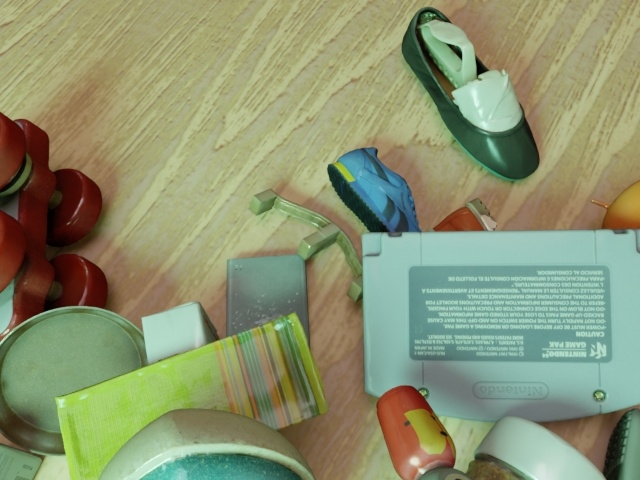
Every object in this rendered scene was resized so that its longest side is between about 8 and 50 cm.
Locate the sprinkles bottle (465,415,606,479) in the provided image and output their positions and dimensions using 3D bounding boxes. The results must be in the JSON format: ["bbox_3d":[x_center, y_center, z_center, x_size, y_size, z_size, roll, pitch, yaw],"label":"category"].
[{"bbox_3d":[0.109,0.325,0.563,0.121,0.121,0.355,37,70,19],"label":"sprinkles bottle"}]

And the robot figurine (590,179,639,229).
[{"bbox_3d":[0.405,0.013,0.714,0.158,0.128,0.219,-49,62,28],"label":"robot figurine"}]

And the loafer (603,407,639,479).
[{"bbox_3d":[0.301,0.280,0.593,0.087,0.094,0.251,16,64,16],"label":"loafer"}]

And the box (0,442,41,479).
[{"bbox_3d":[-0.352,0.243,0.636,0.087,0.102,0.101,14,65,11],"label":"box"}]

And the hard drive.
[{"bbox_3d":[-0.061,0.083,0.754,0.094,0.022,0.135,-4,62,0],"label":"hard drive"}]

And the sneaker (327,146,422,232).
[{"bbox_3d":[0.092,-0.034,0.785,0.082,0.069,0.209,-26,64,-15],"label":"sneaker"}]

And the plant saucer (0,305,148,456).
[{"bbox_3d":[-0.256,0.142,0.675,0.168,0.168,0.029,-30,26,-13],"label":"plant saucer"}]

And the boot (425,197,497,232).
[{"bbox_3d":[0.184,0.033,0.757,0.084,0.059,0.158,-26,60,-2],"label":"boot"}]

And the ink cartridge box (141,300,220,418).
[{"bbox_3d":[-0.131,0.154,0.669,0.063,0.109,0.150,-15,62,-4],"label":"ink cartridge box"}]

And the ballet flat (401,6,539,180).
[{"bbox_3d":[0.191,-0.202,0.854,0.095,0.096,0.280,-27,64,-12],"label":"ballet flat"}]

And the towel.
[{"bbox_3d":[-0.117,0.149,0.597,0.237,0.021,0.102,-19,63,-8],"label":"towel"}]

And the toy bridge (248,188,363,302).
[{"bbox_3d":[0.000,0.000,0.782,0.188,0.026,0.063,40,43,21],"label":"toy bridge"}]

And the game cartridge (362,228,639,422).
[{"bbox_3d":[0.192,0.087,0.681,0.297,0.062,0.198,0,91,7],"label":"game cartridge"}]

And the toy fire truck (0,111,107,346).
[{"bbox_3d":[-0.401,0.009,0.744,0.253,0.169,0.302,-21,60,12],"label":"toy fire truck"}]

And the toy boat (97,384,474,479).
[{"bbox_3d":[-0.027,0.229,0.535,0.318,0.267,0.148,-18,43,-7],"label":"toy boat"}]
